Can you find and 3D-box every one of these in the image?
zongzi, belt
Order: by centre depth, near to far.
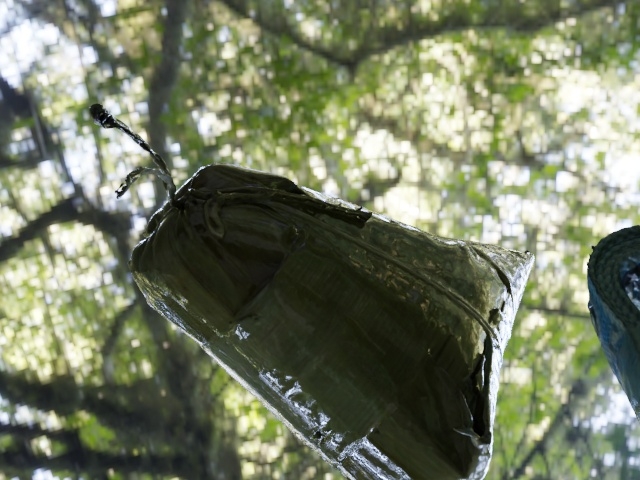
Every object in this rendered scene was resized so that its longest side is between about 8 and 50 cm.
[{"bbox_3d":[0.240,0.104,0.853,0.087,0.072,0.302,-13,-140,2],"label":"belt"},{"bbox_3d":[0.000,0.000,1.233,0.447,0.181,0.418,42,-143,-7],"label":"zongzi"}]
